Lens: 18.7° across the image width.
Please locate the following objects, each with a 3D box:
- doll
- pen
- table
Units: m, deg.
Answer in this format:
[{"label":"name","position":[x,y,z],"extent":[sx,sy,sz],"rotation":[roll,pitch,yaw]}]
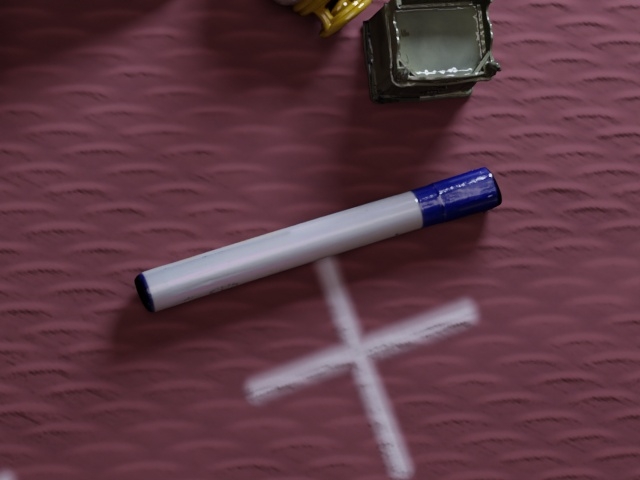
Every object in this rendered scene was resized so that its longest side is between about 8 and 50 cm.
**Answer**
[{"label":"doll","position":[-0.016,-0.207,1.372],"extent":[0.073,0.084,0.127],"rotation":[-41,100,-14]},{"label":"pen","position":[0.000,-0.001,1.379],"extent":[0.269,0.033,0.033],"rotation":[-17,87,-12]},{"label":"table","position":[0.080,-0.137,1.384],"extent":[0.079,0.083,0.062],"rotation":[-5,84,-13]}]
